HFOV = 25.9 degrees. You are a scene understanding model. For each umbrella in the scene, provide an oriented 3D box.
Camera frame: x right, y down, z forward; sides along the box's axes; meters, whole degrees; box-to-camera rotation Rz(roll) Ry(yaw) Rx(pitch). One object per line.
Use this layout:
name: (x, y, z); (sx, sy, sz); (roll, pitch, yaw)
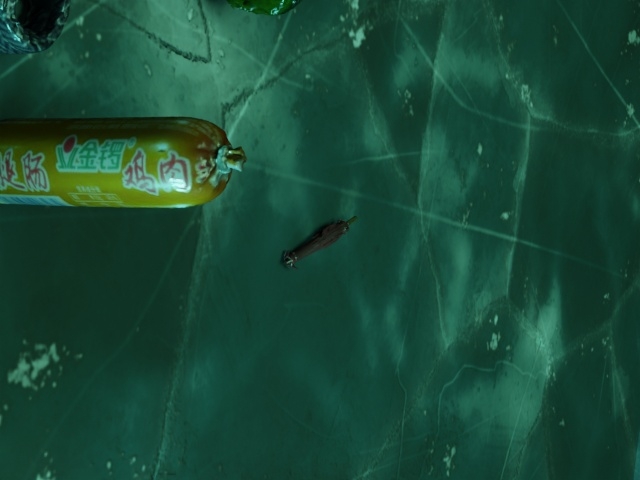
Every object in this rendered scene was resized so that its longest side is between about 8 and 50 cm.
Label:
umbrella: (0.000, 0.000, 1.918); (0.165, 0.025, 0.027); (-32, 138, -47)

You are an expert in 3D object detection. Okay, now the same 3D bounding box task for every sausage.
sausage: (-0.200, -0.077, 1.364); (0.093, 0.312, 0.093); (-6, 97, -54)

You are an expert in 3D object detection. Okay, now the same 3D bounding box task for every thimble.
thimble: (-0.302, -0.240, 1.414); (0.104, 0.066, 0.095); (-44, 126, -45)

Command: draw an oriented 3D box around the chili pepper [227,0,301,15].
chili pepper: (-0.032, -0.469, 1.692); (0.168, 0.213, 0.384); (19, 69, -12)
